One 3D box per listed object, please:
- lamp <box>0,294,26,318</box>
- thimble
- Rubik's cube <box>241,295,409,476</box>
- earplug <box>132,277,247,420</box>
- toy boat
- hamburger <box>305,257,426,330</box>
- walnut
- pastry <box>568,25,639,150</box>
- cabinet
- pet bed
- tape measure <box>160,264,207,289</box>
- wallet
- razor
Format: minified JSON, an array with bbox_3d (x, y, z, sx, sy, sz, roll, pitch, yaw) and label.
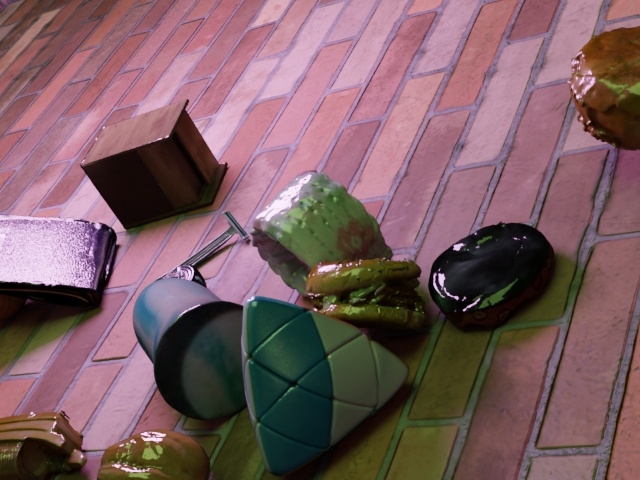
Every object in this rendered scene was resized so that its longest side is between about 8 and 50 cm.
[{"bbox_3d":[-0.642,0.090,2.407,0.136,0.136,0.136,-22,31,14],"label":"lamp"},{"bbox_3d":[0.000,0.000,1.949,0.211,0.185,0.149,38,70,23],"label":"thimble"},{"bbox_3d":[0.003,0.218,1.676,0.254,0.254,0.254,-22,31,14],"label":"Rubik's cube"},{"bbox_3d":[-0.221,0.143,1.941,0.185,0.185,0.324,-38,25,-12],"label":"earplug"},{"bbox_3d":[-0.501,0.343,1.954,0.310,0.089,0.115,-10,39,30],"label":"toy boat"},{"bbox_3d":[0.068,0.075,1.777,0.177,0.113,0.185,5,-11,-5],"label":"hamburger"},{"bbox_3d":[-0.228,0.338,1.680,0.167,0.149,0.166,-7,69,17],"label":"walnut"},{"bbox_3d":[0.528,-0.218,1.818,0.311,0.161,0.255,7,35,32],"label":"pastry"},{"bbox_3d":[-0.329,-0.155,2.457,0.215,0.174,0.148,-15,34,26],"label":"cabinet"},{"bbox_3d":[0.247,0.046,1.780,0.201,0.053,0.201,-22,32,15],"label":"pet bed"},{"bbox_3d":[-0.245,0.088,2.143,0.091,0.054,0.094,-5,45,34],"label":"tape measure"},{"bbox_3d":[-0.539,0.038,2.359,0.262,0.071,0.221,9,37,-5],"label":"wallet"},{"bbox_3d":[-0.223,0.028,2.233,0.191,0.037,0.068,-38,73,-6],"label":"razor"}]
